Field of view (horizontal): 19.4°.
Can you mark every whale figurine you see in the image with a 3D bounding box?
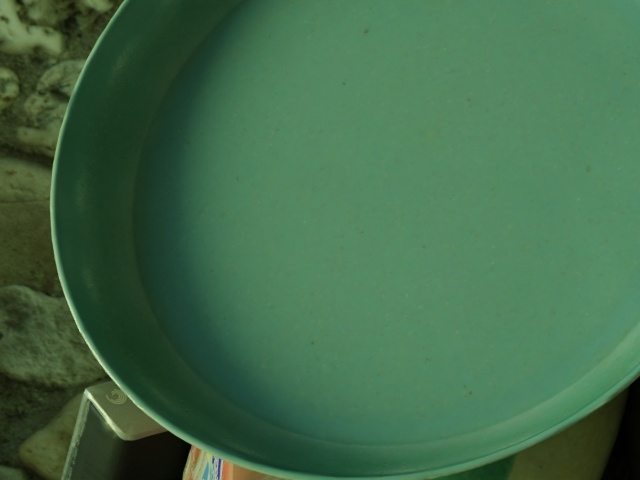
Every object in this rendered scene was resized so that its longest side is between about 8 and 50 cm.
[{"bbox_3d":[0.066,0.036,0.913,0.216,0.141,0.272,114,170,-52],"label":"whale figurine"}]

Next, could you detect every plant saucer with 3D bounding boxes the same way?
[{"bbox_3d":[0.035,-0.037,0.826,0.043,0.318,0.317,58,-143,-59],"label":"plant saucer"}]

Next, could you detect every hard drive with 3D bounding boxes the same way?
[{"bbox_3d":[-0.073,0.171,1.361,0.054,0.255,0.172,36,118,41],"label":"hard drive"}]

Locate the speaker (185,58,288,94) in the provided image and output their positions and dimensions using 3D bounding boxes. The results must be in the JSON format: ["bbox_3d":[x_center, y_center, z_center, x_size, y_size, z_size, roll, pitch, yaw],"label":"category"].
[{"bbox_3d":[0.000,0.000,1.025,0.296,0.131,0.131,35,-116,-63],"label":"speaker"}]

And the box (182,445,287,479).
[{"bbox_3d":[-0.006,0.186,1.140,0.300,0.142,0.154,-92,18,-60],"label":"box"}]
